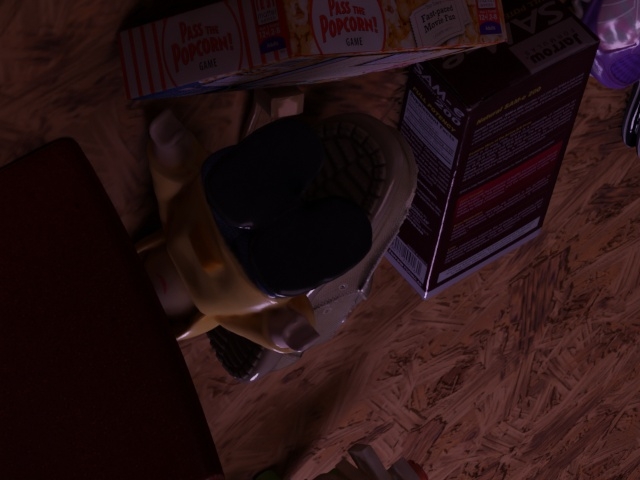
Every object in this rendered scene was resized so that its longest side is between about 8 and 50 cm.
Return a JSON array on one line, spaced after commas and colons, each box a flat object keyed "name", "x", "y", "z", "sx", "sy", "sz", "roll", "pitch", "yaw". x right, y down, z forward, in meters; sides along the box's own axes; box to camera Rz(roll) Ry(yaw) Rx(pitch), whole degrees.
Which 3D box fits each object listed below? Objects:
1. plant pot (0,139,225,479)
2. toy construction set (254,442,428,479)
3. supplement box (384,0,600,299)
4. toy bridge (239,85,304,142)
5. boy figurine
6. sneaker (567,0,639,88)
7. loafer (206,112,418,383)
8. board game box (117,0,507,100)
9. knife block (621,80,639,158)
[{"name": "plant pot", "x": -0.197, "y": 0.146, "z": 1.202, "sx": 0.267, "sy": 0.236, "sz": 0.267, "roll": -30, "pitch": 151, "yaw": -22}, {"name": "toy construction set", "x": -0.063, "y": 0.270, "z": 1.686, "sx": 0.327, "sy": 0.151, "sz": 0.215, "roll": -22, "pitch": 149, "yaw": -13}, {"name": "supplement box", "x": 0.124, "y": -0.071, "z": 1.474, "sx": 0.130, "sy": 0.073, "sz": 0.239, "roll": -28, "pitch": 152, "yaw": -26}, {"name": "toy bridge", "x": -0.037, "y": -0.031, "z": 1.322, "sx": 0.026, "sy": 0.063, "sz": 0.188, "roll": -14, "pitch": 127, "yaw": -22}, {"name": "boy figurine", "x": -0.066, "y": -0.002, "z": 1.246, "sx": 0.092, "sy": 0.177, "sz": 0.285, "roll": -32, "pitch": -177, "yaw": -24}, {"name": "sneaker", "x": 0.260, "y": -0.189, "z": 1.442, "sx": 0.095, "sy": 0.104, "sz": 0.236, "roll": -28, "pitch": 152, "yaw": -27}, {"name": "loafer", "x": 0.000, "y": 0.000, "z": 1.403, "sx": 0.092, "sy": 0.102, "sz": 0.268, "roll": -18, "pitch": 155, "yaw": -41}, {"name": "board game box", "x": -0.003, "y": -0.124, "z": 1.168, "sx": 0.146, "sy": 0.045, "sz": 0.193, "roll": -9, "pitch": 180, "yaw": 44}, {"name": "knife block", "x": 0.317, "y": -0.169, "z": 1.595, "sx": 0.088, "sy": 0.242, "sz": 0.276, "roll": -29, "pitch": 106, "yaw": -24}]
